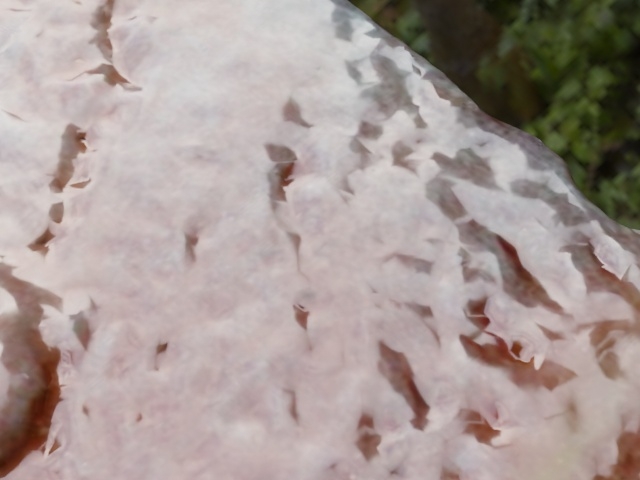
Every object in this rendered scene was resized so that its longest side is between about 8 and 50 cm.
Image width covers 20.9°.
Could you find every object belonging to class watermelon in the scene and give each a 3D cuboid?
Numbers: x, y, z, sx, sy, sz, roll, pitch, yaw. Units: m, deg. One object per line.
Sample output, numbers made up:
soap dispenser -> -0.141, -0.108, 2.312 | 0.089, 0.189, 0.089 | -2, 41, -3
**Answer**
watermelon -> -0.016, 0.081, 0.446 | 0.250, 0.283, 0.292 | 102, 152, -44
